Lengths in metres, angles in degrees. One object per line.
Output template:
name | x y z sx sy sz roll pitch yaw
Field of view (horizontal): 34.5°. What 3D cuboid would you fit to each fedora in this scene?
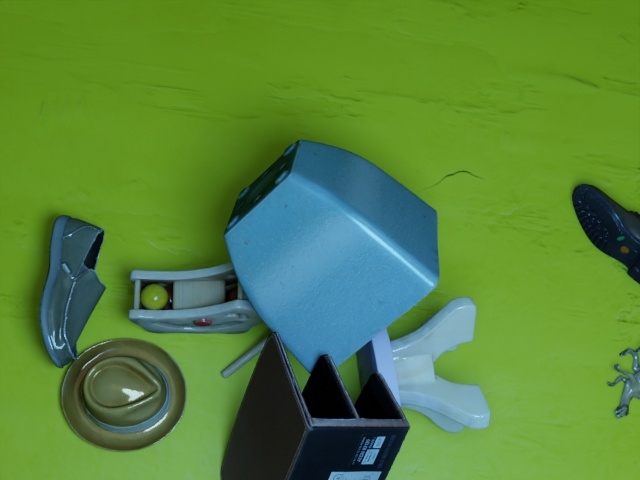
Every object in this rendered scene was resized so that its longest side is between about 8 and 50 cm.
fedora | -0.303 0.231 1.585 0.194 0.079 0.194 2 70 -6

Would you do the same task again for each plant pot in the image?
plant pot | 0.000 0.000 1.528 0.252 0.248 0.247 42 113 -15

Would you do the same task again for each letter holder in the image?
letter holder | -0.023 0.302 1.483 0.152 0.302 0.214 5 33 -25

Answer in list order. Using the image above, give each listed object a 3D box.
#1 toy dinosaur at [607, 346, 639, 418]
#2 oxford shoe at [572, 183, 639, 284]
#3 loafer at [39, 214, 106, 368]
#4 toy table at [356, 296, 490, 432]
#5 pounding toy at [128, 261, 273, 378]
toy dinosaur | 0.540 0.219 1.704 0.183 0.053 0.093 -34 92 -9
oxford shoe | 0.527 -0.016 1.773 0.096 0.083 0.227 -34 77 -36
loafer | -0.386 0.077 1.623 0.087 0.094 0.251 1 70 -1
toy table | 0.149 0.203 1.570 0.160 0.252 0.274 -4 44 -7
pounding toy | -0.162 0.123 1.599 0.269 0.154 0.155 1 70 -5
